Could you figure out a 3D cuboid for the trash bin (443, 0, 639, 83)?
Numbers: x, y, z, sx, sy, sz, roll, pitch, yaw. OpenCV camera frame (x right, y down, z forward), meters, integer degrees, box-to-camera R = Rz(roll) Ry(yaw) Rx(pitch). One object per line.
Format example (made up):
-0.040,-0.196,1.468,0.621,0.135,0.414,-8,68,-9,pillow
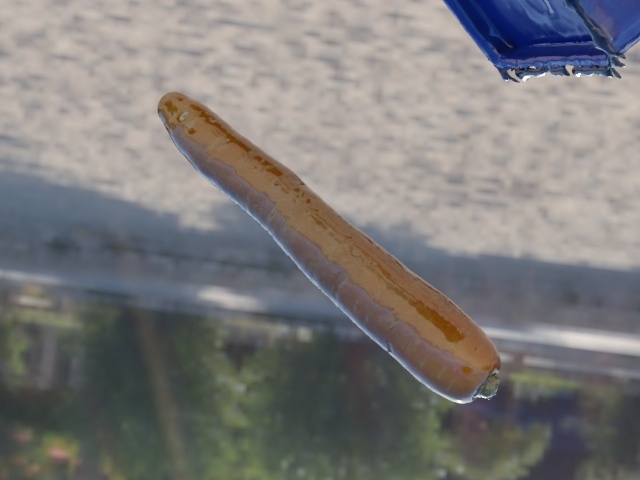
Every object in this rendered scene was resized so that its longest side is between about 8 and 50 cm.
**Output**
0.137,-0.196,0.810,0.184,0.234,0.162,49,166,-18,trash bin

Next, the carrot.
0.000,0.000,0.994,0.248,0.043,0.043,41,-172,20,carrot
